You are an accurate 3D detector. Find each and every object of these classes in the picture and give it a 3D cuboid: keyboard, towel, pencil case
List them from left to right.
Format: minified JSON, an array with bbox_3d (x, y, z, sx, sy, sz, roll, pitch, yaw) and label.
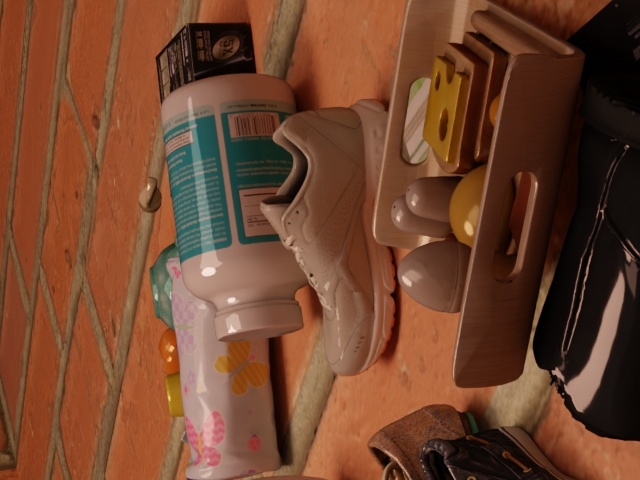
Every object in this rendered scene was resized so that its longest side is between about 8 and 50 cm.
[{"bbox_3d":[-0.113,0.144,1.634,0.124,0.113,0.273,-9,85,63],"label":"pencil case"},{"bbox_3d":[0.105,-0.093,1.187,0.113,0.023,0.152,127,137,-55],"label":"towel"},{"bbox_3d":[0.214,-0.143,0.904,0.180,0.023,0.108,-42,62,62],"label":"keyboard"}]

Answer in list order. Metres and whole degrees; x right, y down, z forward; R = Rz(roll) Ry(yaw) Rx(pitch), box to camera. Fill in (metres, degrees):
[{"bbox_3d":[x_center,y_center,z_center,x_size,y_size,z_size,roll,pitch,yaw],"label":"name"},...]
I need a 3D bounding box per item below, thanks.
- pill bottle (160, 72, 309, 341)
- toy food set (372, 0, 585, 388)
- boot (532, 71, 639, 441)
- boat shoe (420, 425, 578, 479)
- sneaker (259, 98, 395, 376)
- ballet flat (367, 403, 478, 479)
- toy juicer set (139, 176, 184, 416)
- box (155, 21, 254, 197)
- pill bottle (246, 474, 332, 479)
[{"bbox_3d":[-0.081,-0.031,1.482,0.146,0.146,0.264,148,116,-65],"label":"pill bottle"},{"bbox_3d":[0.090,-0.054,1.015,0.306,0.092,0.219,-117,33,-69],"label":"toy food set"},{"bbox_3d":[0.216,0.033,0.833,0.246,0.094,0.207,-132,42,-56],"label":"boot"},{"bbox_3d":[0.145,0.199,1.051,0.183,0.083,0.065,-140,50,-60],"label":"boat shoe"},{"bbox_3d":[0.000,0.000,1.321,0.099,0.121,0.262,-158,65,-66],"label":"sneaker"},{"bbox_3d":[0.103,0.289,1.136,0.107,0.106,0.316,104,154,-62],"label":"ballet flat"},{"bbox_3d":[-0.175,0.048,1.824,0.209,0.090,0.329,-120,23,-71],"label":"toy juicer set"},{"bbox_3d":[-0.132,-0.151,1.675,0.147,0.078,0.180,155,110,-66],"label":"box"},{"bbox_3d":[-0.031,0.390,1.416,0.160,0.160,0.283,-161,69,-66],"label":"pill bottle"}]
